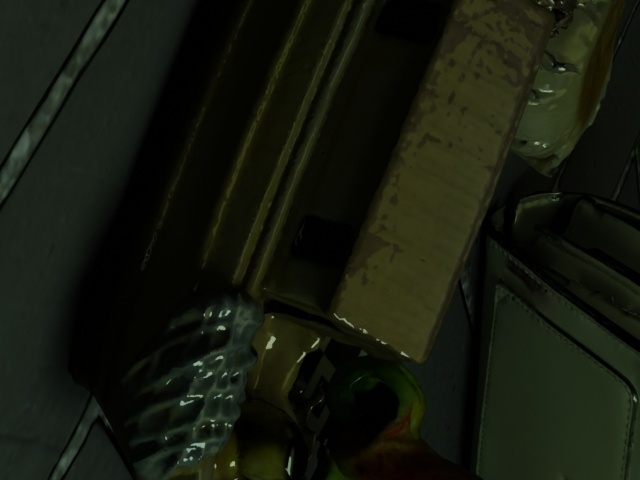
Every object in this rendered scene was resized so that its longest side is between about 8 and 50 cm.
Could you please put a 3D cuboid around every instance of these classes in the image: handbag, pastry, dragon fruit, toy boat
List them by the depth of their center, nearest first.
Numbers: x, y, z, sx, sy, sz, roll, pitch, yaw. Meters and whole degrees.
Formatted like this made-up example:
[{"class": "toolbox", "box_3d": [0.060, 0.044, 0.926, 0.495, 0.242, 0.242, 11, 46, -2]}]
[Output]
[{"class": "toy boat", "box_3d": [0.017, -0.070, 0.949, 0.136, 0.162, 0.445, 43, 64, -63]}, {"class": "dragon fruit", "box_3d": [0.011, 0.213, 1.055, 0.268, 0.130, 0.295, -53, 166, -85]}, {"class": "pastry", "box_3d": [0.150, -0.131, 1.314, 0.166, 0.088, 0.166, -57, 159, -35]}, {"class": "handbag", "box_3d": [0.214, 0.168, 1.471, 0.160, 0.237, 0.358, -20, 127, -32]}]

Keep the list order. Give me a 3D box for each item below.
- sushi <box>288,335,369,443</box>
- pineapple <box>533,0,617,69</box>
[{"class": "sushi", "box_3d": [0.000, 0.000, 1.114, 0.193, 0.040, 0.210, 39, 71, -60]}, {"class": "pineapple", "box_3d": [0.116, -0.167, 1.151, 0.161, 0.137, 0.176, -65, 157, -23]}]
